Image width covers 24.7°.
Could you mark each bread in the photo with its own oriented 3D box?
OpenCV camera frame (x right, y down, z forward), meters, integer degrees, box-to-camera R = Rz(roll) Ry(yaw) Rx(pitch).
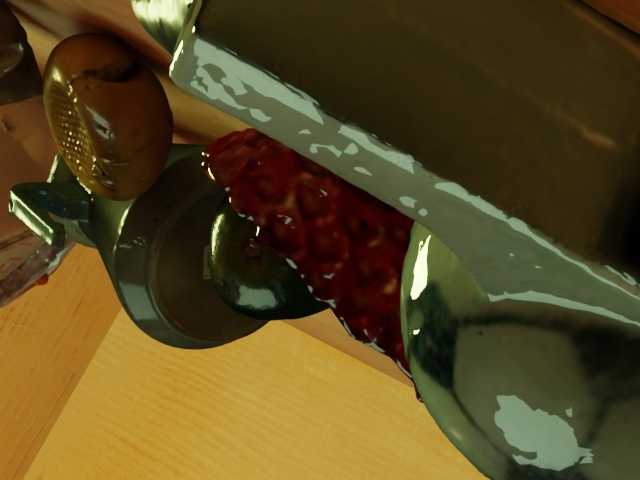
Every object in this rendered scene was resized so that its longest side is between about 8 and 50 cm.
[{"bbox_3d":[-0.152,-0.092,1.052,0.114,0.077,0.189,61,161,8],"label":"bread"}]

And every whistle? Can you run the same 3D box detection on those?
[{"bbox_3d":[0.073,0.004,0.514,0.290,0.163,0.163,31,174,-6],"label":"whistle"}]

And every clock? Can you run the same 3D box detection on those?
[{"bbox_3d":[-0.408,-0.050,1.557,0.250,0.368,0.377,56,-164,9],"label":"clock"}]

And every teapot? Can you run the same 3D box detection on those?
[{"bbox_3d":[-0.142,-0.017,1.219,0.203,0.171,0.225,-3,-160,-33],"label":"teapot"}]

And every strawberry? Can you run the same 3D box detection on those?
[{"bbox_3d":[0.045,-0.004,0.802,0.236,0.111,0.190,42,-173,-39],"label":"strawberry"}]

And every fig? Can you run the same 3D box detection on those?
[{"bbox_3d":[0.000,0.000,1.063,0.117,0.117,0.177,25,-165,34],"label":"fig"}]

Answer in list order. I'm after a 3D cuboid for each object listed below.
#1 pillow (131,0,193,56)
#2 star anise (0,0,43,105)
[{"bbox_3d":[0.013,-0.063,0.669,0.208,0.055,0.141,30,176,-20],"label":"pillow"},{"bbox_3d":[-0.348,-0.189,1.090,0.315,0.108,0.315,32,173,4],"label":"star anise"}]
